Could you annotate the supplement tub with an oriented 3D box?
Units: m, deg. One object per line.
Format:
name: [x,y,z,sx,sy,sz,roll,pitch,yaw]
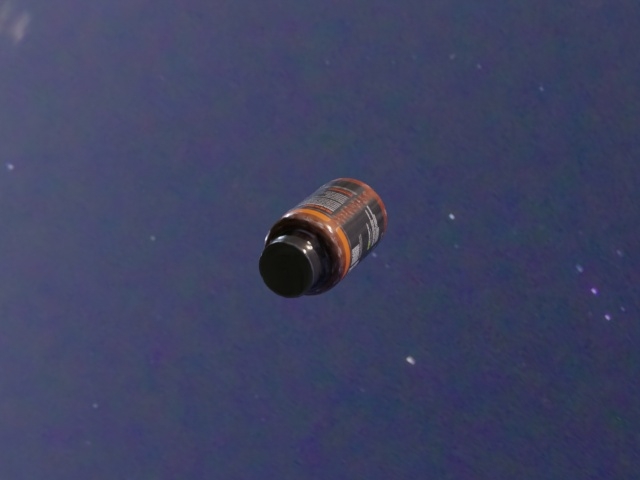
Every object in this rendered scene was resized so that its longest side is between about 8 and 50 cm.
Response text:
supplement tub: [0.000,0.000,1.339,0.106,0.106,0.198,-16,-168,30]
